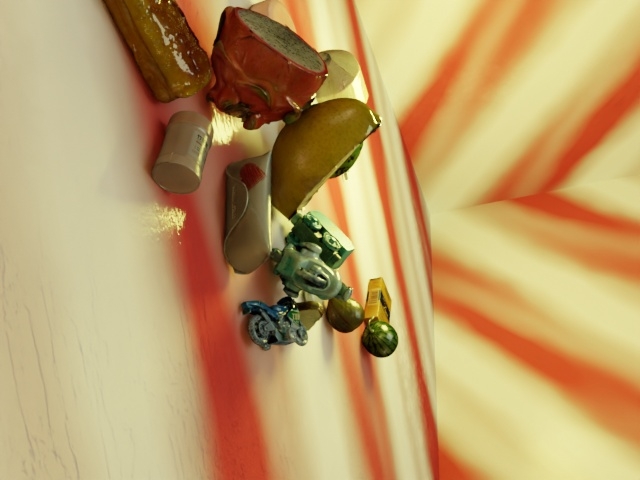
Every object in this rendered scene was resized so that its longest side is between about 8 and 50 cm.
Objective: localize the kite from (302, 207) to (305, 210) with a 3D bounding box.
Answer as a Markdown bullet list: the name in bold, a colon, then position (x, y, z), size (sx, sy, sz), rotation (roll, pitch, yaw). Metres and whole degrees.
- **kite**: position (-0.071, -0.189, 1.868), size (0.232, 0.009, 0.189), rotation (-14, 92, -70)

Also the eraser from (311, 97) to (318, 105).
- **eraser**: position (-0.027, -0.389, 1.993), size (0.076, 0.078, 0.298), rotation (-65, 140, -58)

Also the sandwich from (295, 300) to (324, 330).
- **sandwich**: position (-0.035, 0.214, 1.624), size (0.036, 0.104, 0.093), rotation (-75, 145, -49)

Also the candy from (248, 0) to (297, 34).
- **candy**: position (-0.146, -0.624, 1.764), size (0.255, 0.094, 0.256), rotation (-10, 90, -70)

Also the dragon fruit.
- **dragon fruit**: position (-0.150, -0.410, 1.415), size (0.305, 0.226, 0.305), rotation (28, 28, -16)

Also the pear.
- **pear**: position (-0.021, -0.255, 1.580), size (0.191, 0.386, 0.340), rotation (45, 20, -2)

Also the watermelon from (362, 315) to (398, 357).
- **watermelon**: position (0.222, 0.374, 2.200), size (0.187, 0.140, 0.141), rotation (46, 37, -38)

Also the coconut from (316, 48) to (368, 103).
- **coconut**: position (0.043, -0.572, 2.052), size (0.244, 0.239, 0.239), rotation (54, 32, -52)

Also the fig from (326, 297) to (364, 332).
- **fig**: position (0.058, 0.197, 1.907), size (0.236, 0.124, 0.124), rotation (63, 18, 9)

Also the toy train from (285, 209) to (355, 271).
- **toy train**: position (0.000, 0.000, 1.715), size (0.203, 0.112, 0.163), rotation (48, 25, 16)

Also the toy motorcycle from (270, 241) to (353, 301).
- **toy motorcycle**: position (-0.025, 0.091, 1.515), size (0.206, 0.260, 0.154), rotation (30, 88, -35)

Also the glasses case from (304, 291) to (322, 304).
- **glasses case**: position (-0.009, 0.145, 1.806), size (0.193, 0.049, 0.074), rotation (-64, 138, -60)

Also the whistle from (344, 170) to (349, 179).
- **whistle**: position (0.102, -0.302, 2.361), size (0.035, 0.035, 0.100), rotation (-6, 87, -70)

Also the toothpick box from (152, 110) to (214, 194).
- **toothpick box**: position (-0.280, -0.181, 1.166), size (0.098, 0.098, 0.149), rotation (57, 31, -47)

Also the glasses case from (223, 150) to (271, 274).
- **glasses case**: position (-0.174, -0.080, 1.366), size (0.083, 0.128, 0.308), rotation (17, 61, -40)

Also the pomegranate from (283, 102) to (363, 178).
- **pomegranate**: position (0.005, -0.331, 1.838), size (0.254, 0.270, 0.254), rotation (-164, -90, -75)

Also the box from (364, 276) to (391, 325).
- **box**: position (0.244, 0.290, 2.401), size (0.237, 0.070, 0.152), rotation (-72, 146, -49)

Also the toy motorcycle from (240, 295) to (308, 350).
- **toy motorcycle**: position (-0.111, 0.204, 1.450), size (0.254, 0.092, 0.136), rotation (18, 54, -57)

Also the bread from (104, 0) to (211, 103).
- **bread**: position (-0.342, -0.476, 1.142), size (0.185, 0.109, 0.381), rotation (-69, 142, -54)
